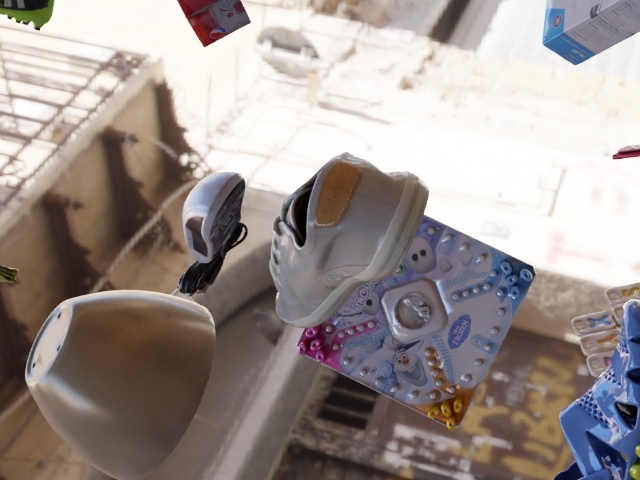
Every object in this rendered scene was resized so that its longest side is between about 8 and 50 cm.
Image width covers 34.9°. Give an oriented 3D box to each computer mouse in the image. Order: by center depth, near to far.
[{"bbox_3d":[-0.107,-0.018,0.987,0.106,0.042,0.193,-55,-8,-24],"label":"computer mouse"}]

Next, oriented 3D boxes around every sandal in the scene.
[{"bbox_3d":[0.353,0.225,1.231,0.126,0.138,0.317,-7,-75,-64],"label":"sandal"}]

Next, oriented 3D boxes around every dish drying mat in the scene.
[{"bbox_3d":[0.282,-0.077,0.829,0.032,0.083,0.008,-23,-78,-40],"label":"dish drying mat"}]

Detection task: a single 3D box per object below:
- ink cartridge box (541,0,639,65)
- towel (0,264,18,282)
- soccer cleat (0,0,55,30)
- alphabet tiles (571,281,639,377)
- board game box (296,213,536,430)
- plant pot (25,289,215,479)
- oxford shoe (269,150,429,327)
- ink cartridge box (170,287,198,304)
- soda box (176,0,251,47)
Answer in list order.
[{"bbox_3d":[0.337,-0.283,1.139,0.180,0.060,0.104,-25,45,52],"label":"ink cartridge box"},{"bbox_3d":[-0.538,0.026,1.371,0.237,0.102,0.021,18,-108,-42],"label":"towel"},{"bbox_3d":[-0.380,-0.297,1.170,0.179,0.060,0.072,7,-74,-56],"label":"soccer cleat"},{"bbox_3d":[0.556,0.141,1.634,0.284,0.278,0.021,-88,-15,-62],"label":"alphabet tiles"},{"bbox_3d":[0.193,0.150,2.133,0.389,0.390,0.050,-65,-7,11],"label":"board game box"},{"bbox_3d":[-0.312,0.185,1.479,0.191,0.284,0.284,29,-111,-29],"label":"plant pot"},{"bbox_3d":[0.000,0.000,1.240,0.449,0.130,0.169,135,155,-71],"label":"oxford shoe"},{"bbox_3d":[-0.326,0.175,2.071,0.109,0.063,0.150,-46,1,24],"label":"ink cartridge box"},{"bbox_3d":[-0.197,-0.417,1.484,0.263,0.083,0.092,62,-178,23],"label":"soda box"}]
